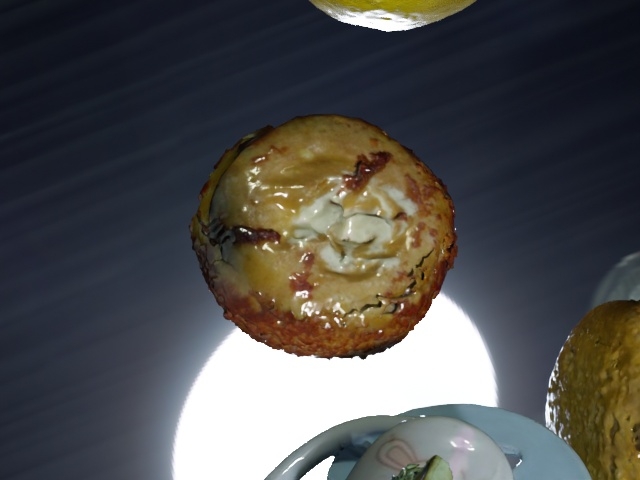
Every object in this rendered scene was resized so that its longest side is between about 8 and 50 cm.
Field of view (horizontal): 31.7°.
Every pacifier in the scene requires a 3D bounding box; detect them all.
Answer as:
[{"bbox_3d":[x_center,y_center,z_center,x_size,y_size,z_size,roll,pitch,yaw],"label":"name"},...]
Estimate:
[{"bbox_3d":[0.070,0.251,0.803,0.287,0.238,0.226,-57,140,-48],"label":"pacifier"}]

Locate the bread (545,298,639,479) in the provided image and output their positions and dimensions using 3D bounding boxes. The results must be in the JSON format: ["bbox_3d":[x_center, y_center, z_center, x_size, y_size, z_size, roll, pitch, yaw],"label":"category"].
[{"bbox_3d":[0.275,0.163,0.956,0.240,0.139,0.240,179,-90,-80],"label":"bread"}]

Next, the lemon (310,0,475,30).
[{"bbox_3d":[0.064,-0.293,0.939,0.263,0.236,0.236,-133,-157,-69],"label":"lemon"}]

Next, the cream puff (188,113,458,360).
[{"bbox_3d":[-0.001,0.000,1.007,0.164,0.240,0.240,122,-52,-66],"label":"cream puff"}]

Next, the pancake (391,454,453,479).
[{"bbox_3d":[0.010,0.137,0.449,0.022,0.116,0.129,35,-12,6],"label":"pancake"}]
